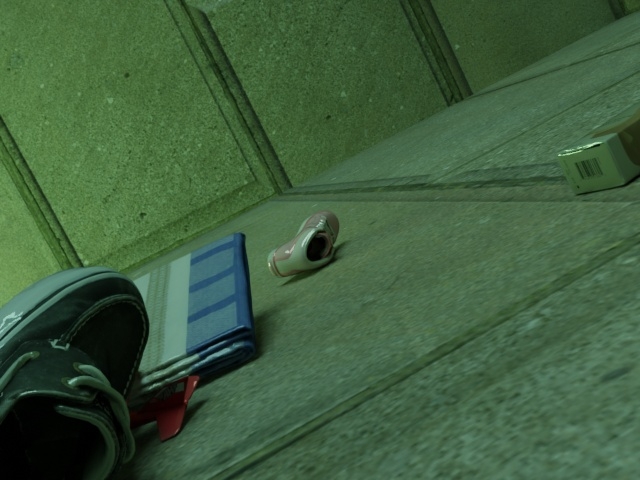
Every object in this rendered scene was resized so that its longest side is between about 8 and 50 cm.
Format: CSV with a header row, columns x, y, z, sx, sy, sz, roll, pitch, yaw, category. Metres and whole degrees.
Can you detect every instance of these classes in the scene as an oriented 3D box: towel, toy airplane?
x,y,z,sx,sy,sz,roll,pitch,yaw,category
-0.192,0.102,0.767,0.285,0.034,0.209,-26,28,5,towel
-0.152,0.138,0.621,0.151,0.028,0.151,-30,23,14,toy airplane

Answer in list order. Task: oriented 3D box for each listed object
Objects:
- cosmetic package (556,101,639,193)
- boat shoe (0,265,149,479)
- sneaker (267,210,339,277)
x,y,z,sx,sy,sz,roll,pitch,yaw,category
0.265,-0.085,0.681,0.115,0.041,0.060,-31,9,-28,cosmetic package
-0.171,0.128,0.491,0.119,0.121,0.335,-10,30,22,boat shoe
0.000,0.000,0.967,0.070,0.051,0.134,-17,15,42,sneaker
